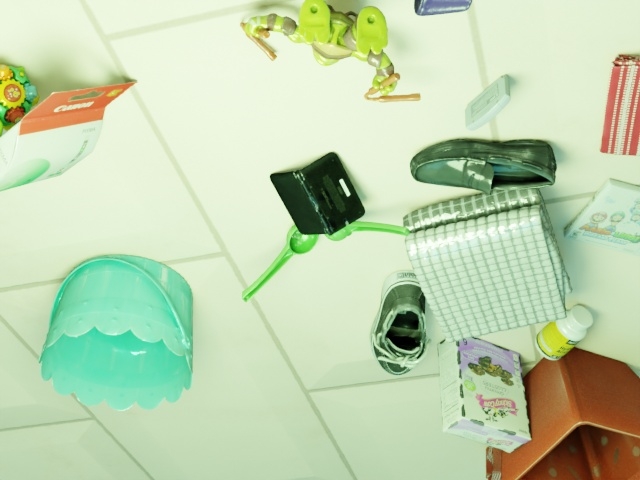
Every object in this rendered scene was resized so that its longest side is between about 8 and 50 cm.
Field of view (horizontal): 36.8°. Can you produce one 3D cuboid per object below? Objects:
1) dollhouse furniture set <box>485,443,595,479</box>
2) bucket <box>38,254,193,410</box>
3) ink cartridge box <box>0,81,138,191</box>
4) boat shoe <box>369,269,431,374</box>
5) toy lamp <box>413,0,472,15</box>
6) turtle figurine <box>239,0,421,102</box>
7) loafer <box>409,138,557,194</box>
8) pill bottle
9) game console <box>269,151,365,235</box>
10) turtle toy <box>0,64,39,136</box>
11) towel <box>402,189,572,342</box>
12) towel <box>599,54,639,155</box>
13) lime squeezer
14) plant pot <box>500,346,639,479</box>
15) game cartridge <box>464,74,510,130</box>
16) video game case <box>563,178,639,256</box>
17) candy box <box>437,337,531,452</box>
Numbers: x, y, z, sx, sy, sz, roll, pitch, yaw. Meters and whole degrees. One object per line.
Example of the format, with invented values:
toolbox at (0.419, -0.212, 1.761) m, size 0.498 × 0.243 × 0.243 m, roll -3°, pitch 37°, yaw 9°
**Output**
dollhouse furniture set at (0.555, 0.480, 2.136) m, size 0.374 × 0.152 × 0.201 m, roll -3°, pitch 141°, yaw 6°
bucket at (-0.360, 0.166, 1.752) m, size 0.281 × 0.183 × 0.281 m, roll 0°, pitch 141°, yaw 0°
ink cartridge box at (-0.379, -0.146, 1.383) m, size 0.225 × 0.181 × 0.056 m, roll -27°, pitch 90°, yaw 32°
boat shoe at (0.156, 0.188, 1.824) m, size 0.113 × 0.105 × 0.306 m, roll 5°, pitch 141°, yaw -4°
toy lamp at (0.056, -0.331, 1.210) m, size 0.275 × 0.080 × 0.080 m, roll 7°, pitch 141°, yaw -4°
turtle figurine at (0.030, -0.258, 1.252) m, size 0.269 × 0.087 × 0.217 m, roll 23°, pitch 179°, yaw -7°
loafer at (0.249, -0.109, 1.475) m, size 0.223 × 0.078 × 0.076 m, roll -2°, pitch 140°, yaw 4°
pill bottle at (0.464, 0.173, 1.829) m, size 0.065 × 0.065 × 0.116 m, roll 15°, pitch 139°, yaw -16°
game console at (-0.004, -0.074, 1.549) m, size 0.107 × 0.071 × 0.122 m, roll -31°, pitch 114°, yaw -5°
turtle toy at (-0.452, -0.193, 1.360) m, size 0.095 × 0.130 × 0.066 m, roll 36°, pitch 160°, yaw -31°
towel at (0.287, 0.035, 1.627) m, size 0.235 × 0.121 × 0.283 m, roll -14°, pitch 137°, yaw 16°
towel at (0.550, -0.190, 1.384) m, size 0.275 × 0.031 × 0.199 m, roll 3°, pitch 144°, yaw 12°
lime squeezer at (0.000, 0.000, 1.598) m, size 0.310 × 0.110 × 0.059 m, roll -22°, pitch 118°, yaw 20°
plant pot at (0.518, 0.365, 1.917) m, size 0.267 × 0.235 × 0.267 m, roll 18°, pitch 130°, yaw -19°
game cartridge at (0.241, -0.196, 1.387) m, size 0.017 × 0.056 × 0.083 m, roll 31°, pitch 133°, yaw -21°
video game case at (0.510, -0.035, 1.607) m, size 0.157 × 0.019 × 0.143 m, roll 13°, pitch 139°, yaw -14°
candy box at (0.317, 0.295, 1.880) m, size 0.165 × 0.196 × 0.070 m, roll 21°, pitch 137°, yaw -23°
